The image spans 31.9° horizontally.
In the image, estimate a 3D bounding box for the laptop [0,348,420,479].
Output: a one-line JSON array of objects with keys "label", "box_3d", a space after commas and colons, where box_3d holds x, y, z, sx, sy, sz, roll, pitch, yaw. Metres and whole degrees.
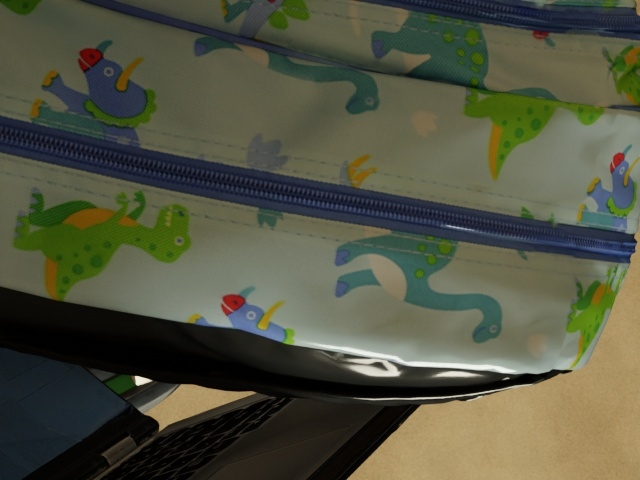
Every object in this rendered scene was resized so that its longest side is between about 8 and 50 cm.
[{"label": "laptop", "box_3d": [-0.194, 0.066, 0.553, 0.408, 0.236, 0.382, -24, -176, 31]}]

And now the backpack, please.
[{"label": "backpack", "box_3d": [-0.036, -0.044, 0.485, 0.290, 0.355, 0.273, 62, 53, -88]}]

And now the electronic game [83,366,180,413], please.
[{"label": "electronic game", "box_3d": [-0.193, 0.091, 0.865, 0.229, 0.048, 0.229, -11, -159, 4]}]

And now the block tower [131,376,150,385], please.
[{"label": "block tower", "box_3d": [0.000, 0.000, 0.843, 0.335, 0.097, 0.091, -18, 130, -24]}]
